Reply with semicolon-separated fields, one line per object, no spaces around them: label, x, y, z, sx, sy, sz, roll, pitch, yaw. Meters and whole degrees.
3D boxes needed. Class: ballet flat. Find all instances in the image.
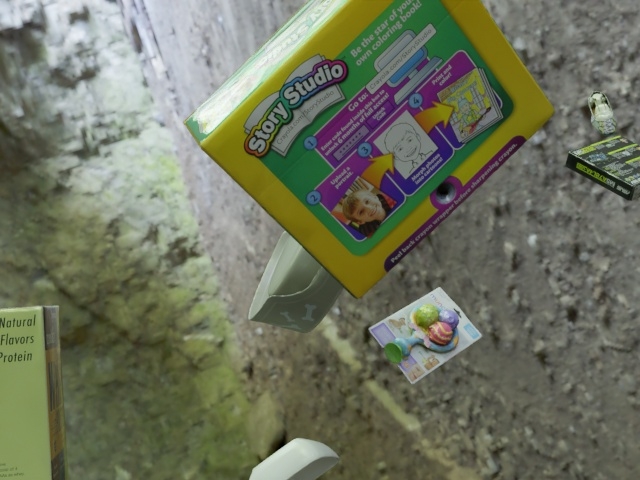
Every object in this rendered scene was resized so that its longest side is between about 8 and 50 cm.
ballet flat;0.485;-0.224;1.533;0.114;0.041;0.041;-85;-11;-52

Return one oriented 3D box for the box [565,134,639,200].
box;0.687;-0.167;2.003;0.184;0.190;0.045;36;133;41

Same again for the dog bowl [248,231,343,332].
dog bowl;0.000;0.000;1.502;0.102;0.349;0.349;27;168;-8

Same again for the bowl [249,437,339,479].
bowl;-0.049;0.368;1.422;0.053;0.142;0.142;54;-175;23

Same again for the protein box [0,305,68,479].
protein box;-0.369;0.173;0.901;0.136;0.199;0.201;158;108;-79

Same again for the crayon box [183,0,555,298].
crayon box;0.069;-0.156;1.118;0.313;0.363;0.106;45;-177;-30

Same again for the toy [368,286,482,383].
toy;0.220;0.173;1.750;0.137;0.237;0.056;51;139;16
